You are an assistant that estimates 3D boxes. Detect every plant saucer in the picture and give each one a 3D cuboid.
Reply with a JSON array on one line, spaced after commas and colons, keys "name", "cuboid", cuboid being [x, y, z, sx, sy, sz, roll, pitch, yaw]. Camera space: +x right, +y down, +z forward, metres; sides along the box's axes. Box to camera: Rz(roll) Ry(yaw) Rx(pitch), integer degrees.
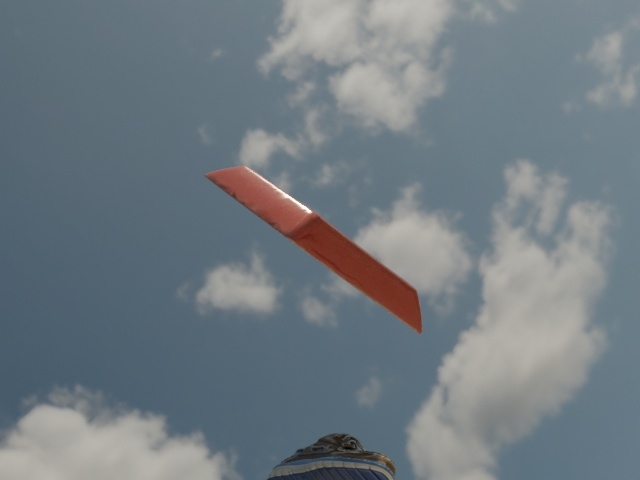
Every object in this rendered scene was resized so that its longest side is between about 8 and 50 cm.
[{"name": "plant saucer", "cuboid": [0.000, 0.000, 1.326, 0.259, 0.258, 0.047, 37, -91, -36]}]

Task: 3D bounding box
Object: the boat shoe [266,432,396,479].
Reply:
[{"name": "boat shoe", "cuboid": [0.016, 0.243, 1.112, 0.066, 0.183, 0.066, 55, -132, -20]}]
